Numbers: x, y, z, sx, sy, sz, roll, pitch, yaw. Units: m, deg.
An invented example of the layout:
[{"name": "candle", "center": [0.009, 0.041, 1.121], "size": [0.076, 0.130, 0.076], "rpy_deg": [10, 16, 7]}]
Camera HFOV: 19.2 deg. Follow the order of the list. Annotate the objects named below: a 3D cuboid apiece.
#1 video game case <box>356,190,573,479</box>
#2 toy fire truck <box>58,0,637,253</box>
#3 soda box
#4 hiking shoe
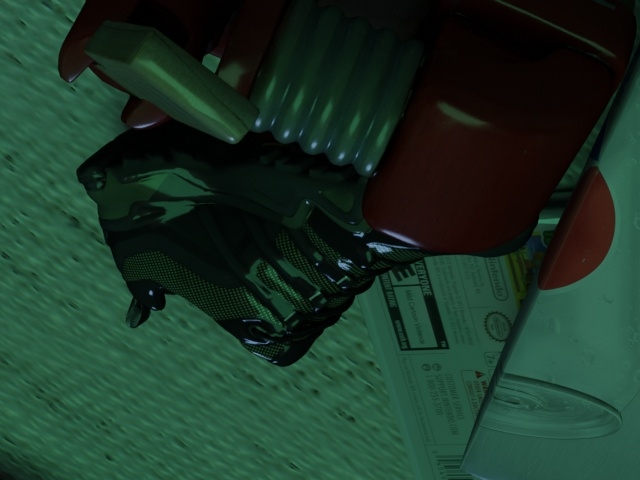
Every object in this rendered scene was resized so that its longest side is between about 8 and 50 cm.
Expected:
[{"name": "video game case", "center": [0.134, 0.074, 0.930], "size": [0.206, 0.026, 0.227], "rpy_deg": [-3, 123, 23]}, {"name": "toy fire truck", "center": [0.002, -0.069, 0.698], "size": [0.217, 0.246, 0.158], "rpy_deg": [24, 136, -3]}, {"name": "soda box", "center": [0.152, -0.008, 0.786], "size": [0.098, 0.091, 0.286], "rpy_deg": [23, 129, 4]}, {"name": "hiking shoe", "center": [0.000, 0.000, 0.873], "size": [0.227, 0.086, 0.114], "rpy_deg": [4, 121, 30]}]
